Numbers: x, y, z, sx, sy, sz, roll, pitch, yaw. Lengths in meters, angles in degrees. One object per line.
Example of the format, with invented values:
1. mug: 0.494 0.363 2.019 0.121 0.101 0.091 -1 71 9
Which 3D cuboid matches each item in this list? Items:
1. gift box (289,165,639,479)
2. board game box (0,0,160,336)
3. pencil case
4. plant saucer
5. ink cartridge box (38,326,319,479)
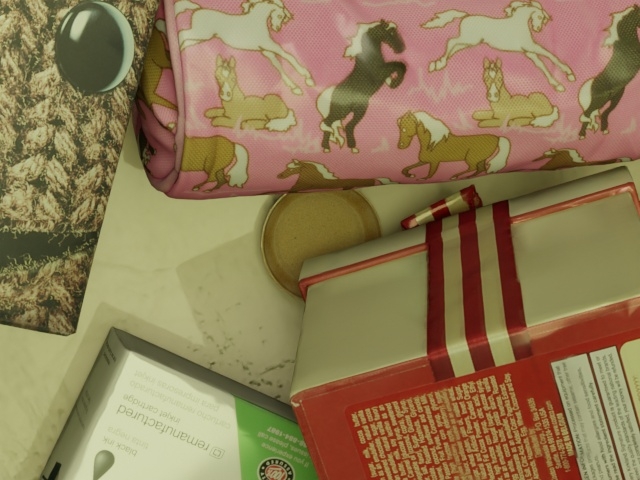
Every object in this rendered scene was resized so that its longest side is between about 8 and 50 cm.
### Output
1. gift box: 0.143 0.114 1.105 0.276 0.258 0.255 -12 108 6
2. board game box: -0.224 -0.119 0.989 0.232 0.141 0.291 12 96 -23
3. pencil case: 0.074 -0.117 1.121 0.386 0.160 0.167 -4 83 -12
4. plant saucer: 0.000 0.000 1.197 0.083 0.015 0.083 -2 98 -12
5. ink cartridge box: -0.108 0.191 1.160 0.160 0.092 0.219 25 91 -14
